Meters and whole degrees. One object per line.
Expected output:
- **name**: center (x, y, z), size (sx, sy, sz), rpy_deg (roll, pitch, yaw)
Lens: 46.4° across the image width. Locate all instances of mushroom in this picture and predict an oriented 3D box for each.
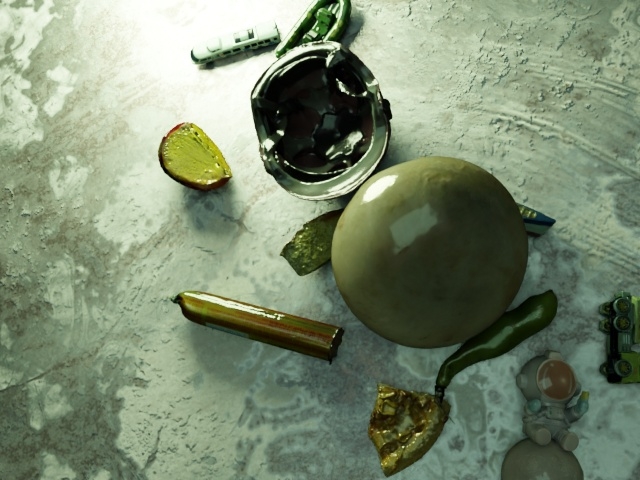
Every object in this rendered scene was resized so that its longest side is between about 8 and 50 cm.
- **mushroom**: center (0.198, 0.017, 1.394), size (0.363, 0.294, 0.362), rpy_deg (-2, 106, -8)

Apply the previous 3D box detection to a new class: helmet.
- **helmet**: center (0.016, -0.215, 1.487), size (0.271, 0.197, 0.338), rpy_deg (-28, 71, 11)

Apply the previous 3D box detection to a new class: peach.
- **peach**: center (-0.261, -0.172, 1.594), size (0.172, 0.092, 0.127), rpy_deg (29, 91, 3)

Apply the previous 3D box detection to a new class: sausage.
- **sausage**: center (-0.141, 0.167, 1.517), size (0.372, 0.082, 0.082), rpy_deg (14, 83, 14)

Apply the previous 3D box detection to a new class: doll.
- **doll**: center (0.406, 0.341, 1.350), size (0.151, 0.151, 0.287), rpy_deg (5, 74, 12)

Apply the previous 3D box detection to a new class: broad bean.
- **broad bean**: center (0.330, 0.202, 1.418), size (0.318, 0.056, 0.098), rpy_deg (-45, 61, -6)

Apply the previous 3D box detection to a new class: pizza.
- **pizza**: center (0.156, 0.341, 1.432), size (0.182, 0.062, 0.161), rpy_deg (-36, 74, 5)

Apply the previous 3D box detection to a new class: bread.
- **bread**: center (0.003, 0.000, 1.493), size (0.156, 0.125, 0.086), rpy_deg (-39, 83, 26)

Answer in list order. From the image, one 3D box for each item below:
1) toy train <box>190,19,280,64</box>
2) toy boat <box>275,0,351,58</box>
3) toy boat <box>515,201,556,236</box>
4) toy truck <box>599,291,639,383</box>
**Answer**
- **toy train**: center (-0.193, -0.435, 1.650), size (0.208, 0.047, 0.043), rpy_deg (-15, 76, 7)
- **toy boat**: center (-0.010, -0.452, 1.613), size (0.104, 0.052, 0.210), rpy_deg (36, 89, 18)
- **toy boat**: center (0.345, -0.062, 1.469), size (0.229, 0.080, 0.045), rpy_deg (22, 119, 11)
- **toy truck**: center (0.576, 0.181, 1.372), size (0.100, 0.077, 0.168), rpy_deg (4, 77, -2)
